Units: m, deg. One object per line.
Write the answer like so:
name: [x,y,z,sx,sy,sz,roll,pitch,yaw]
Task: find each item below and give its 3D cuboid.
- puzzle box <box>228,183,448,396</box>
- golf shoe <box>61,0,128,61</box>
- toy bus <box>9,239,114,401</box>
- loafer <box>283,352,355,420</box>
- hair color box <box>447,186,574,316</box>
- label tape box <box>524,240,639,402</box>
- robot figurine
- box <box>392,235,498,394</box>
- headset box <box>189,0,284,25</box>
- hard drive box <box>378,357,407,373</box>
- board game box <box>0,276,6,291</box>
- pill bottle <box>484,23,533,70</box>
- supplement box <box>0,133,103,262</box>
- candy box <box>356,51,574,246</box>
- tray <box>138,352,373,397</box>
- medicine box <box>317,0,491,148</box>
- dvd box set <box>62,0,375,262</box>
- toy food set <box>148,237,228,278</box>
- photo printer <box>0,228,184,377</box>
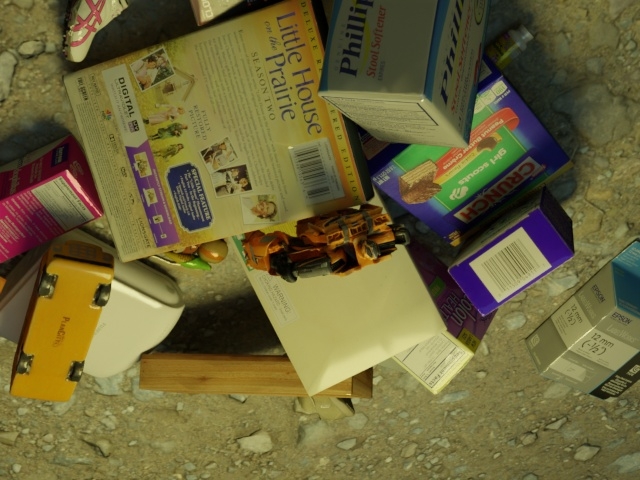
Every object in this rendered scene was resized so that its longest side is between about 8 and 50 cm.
puzzle box: [0.009,0.029,1.473,0.272,0.052,0.409,-27,88,12]
golf shoe: [-0.327,-0.338,1.244,0.086,0.067,0.186,12,126,-24]
toy bus: [-0.438,0.133,1.436,0.108,0.130,0.333,13,124,-21]
loafer: [-0.015,0.325,1.857,0.092,0.102,0.268,-32,130,7]
hair color box: [0.348,0.006,1.521,0.185,0.339,0.110,-37,87,18]
label tape box: [0.668,0.190,1.890,0.249,0.115,0.348,24,123,-29]
robot figurine: [0.000,0.000,1.285,0.211,0.291,0.085,-21,100,-27]
box: [0.185,0.127,1.591,0.243,0.213,0.117,41,119,6]
headset box: [-0.095,-0.443,1.177,0.293,0.110,0.218,-16,131,1]
hard drive box: [0.081,0.142,1.670,0.232,0.181,0.089,21,123,-26]
board game box: [-0.784,0.159,1.298,0.356,0.356,0.356,-17,137,38]
pill bottle: [0.312,-0.321,1.418,0.083,0.043,0.043,-41,126,20]
supplement box: [-0.480,-0.066,1.412,0.220,0.111,0.114,-23,130,6]
candy box: [0.243,-0.153,1.456,0.268,0.122,0.317,-37,142,18]
tray: [-0.118,0.263,1.652,0.410,0.076,0.203,-2,167,14]
medicine box: [0.128,-0.287,1.172,0.149,0.264,0.289,8,177,20]
dvd box set: [-0.157,-0.157,1.271,0.420,0.062,0.308,-14,99,20]
toy food set: [-0.227,-0.001,1.572,0.132,0.038,0.192,20,123,-27]
photo printer: [-0.429,0.126,1.590,0.307,0.107,0.256,33,116,-33]
